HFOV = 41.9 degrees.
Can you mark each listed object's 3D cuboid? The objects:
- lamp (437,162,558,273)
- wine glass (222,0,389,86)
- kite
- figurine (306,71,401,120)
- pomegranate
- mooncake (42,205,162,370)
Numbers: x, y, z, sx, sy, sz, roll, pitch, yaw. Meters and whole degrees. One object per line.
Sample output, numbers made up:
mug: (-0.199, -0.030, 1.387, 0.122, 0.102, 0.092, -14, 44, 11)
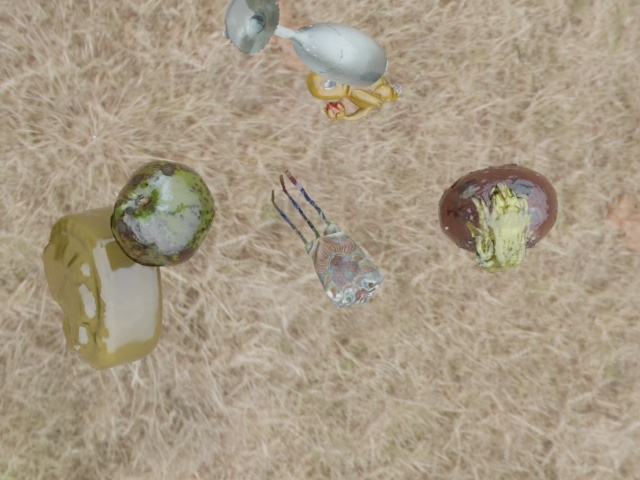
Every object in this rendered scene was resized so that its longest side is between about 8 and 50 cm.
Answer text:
lamp: (0.232, -0.026, 1.094, 0.157, 0.156, 0.134, -2, 78, -36)
wine glass: (-0.006, -0.189, 0.797, 0.198, 0.066, 0.066, 1, 99, -57)
kite: (-0.002, 0.001, 1.249, 0.016, 0.127, 0.229, -31, 81, -45)
figurine: (0.043, -0.263, 1.486, 0.176, 0.121, 0.122, 2, 138, -41)
pomegranate: (-0.210, -0.033, 1.075, 0.126, 0.163, 0.138, 22, 77, -29)
mooncake: (-0.315, 0.059, 1.201, 0.117, 0.235, 0.234, -11, 100, -33)
